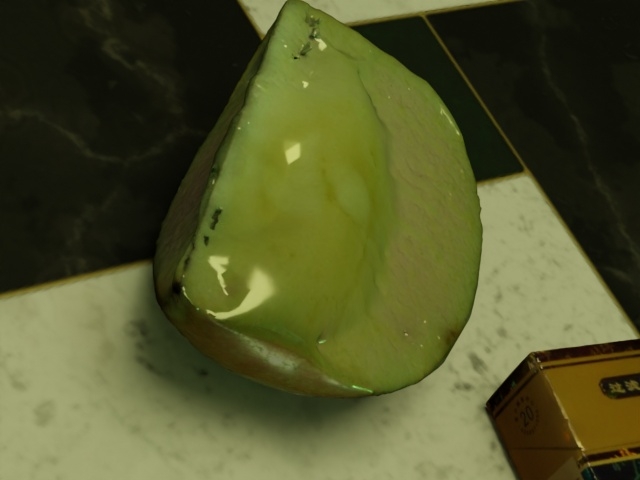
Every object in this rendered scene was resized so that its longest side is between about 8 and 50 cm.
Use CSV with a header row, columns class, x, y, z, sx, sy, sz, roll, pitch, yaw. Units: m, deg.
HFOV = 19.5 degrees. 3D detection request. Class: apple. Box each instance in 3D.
class,x,y,z,sx,sy,sz,roll,pitch,yaw
apple,0.000,0.000,1.107,0.193,0.120,0.265,35,46,-20

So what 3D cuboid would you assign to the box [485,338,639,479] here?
class,x,y,z,sx,sy,sz,roll,pitch,yaw
box,0.216,0.175,1.127,0.152,0.070,0.237,-4,59,-33
